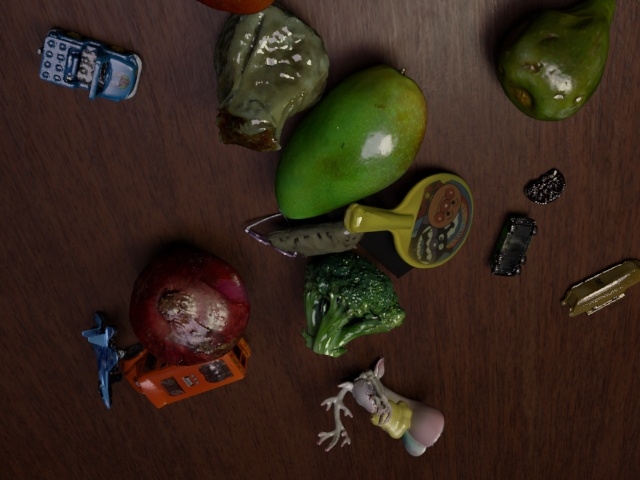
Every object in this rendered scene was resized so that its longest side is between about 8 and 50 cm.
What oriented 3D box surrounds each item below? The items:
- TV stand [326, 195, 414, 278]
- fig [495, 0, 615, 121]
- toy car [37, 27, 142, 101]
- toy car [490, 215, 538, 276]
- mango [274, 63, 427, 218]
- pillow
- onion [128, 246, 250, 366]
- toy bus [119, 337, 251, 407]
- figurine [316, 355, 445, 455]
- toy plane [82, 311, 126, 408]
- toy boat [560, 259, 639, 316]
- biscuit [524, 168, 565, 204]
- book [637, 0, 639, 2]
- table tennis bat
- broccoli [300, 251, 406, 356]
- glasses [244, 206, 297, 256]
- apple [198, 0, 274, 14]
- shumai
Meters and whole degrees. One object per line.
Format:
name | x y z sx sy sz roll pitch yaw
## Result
TV stand | 0.122 -0.032 1.515 0.088 0.083 0.269 -39 119 20
fig | 0.478 -0.370 1.268 0.275 0.206 0.206 -43 119 -3
toy car | -0.446 -0.328 1.266 0.191 0.100 0.097 14 119 -17
toy car | 0.456 0.010 1.574 0.071 0.063 0.165 6 124 -8
mango | 0.053 -0.181 1.325 0.382 0.201 0.225 -41 75 22
pillow | 0.001 0.000 1.471 0.241 0.051 0.093 -10 136 20
onion | -0.296 0.151 1.503 0.276 0.276 0.276 -2 124 -2
toy bus | -0.353 0.320 1.681 0.329 0.153 0.143 -20 121 12
figurine | 0.165 0.449 1.741 0.315 0.284 0.206 31 116 -9
toy plane | -0.533 0.312 1.659 0.078 0.169 0.247 -22 118 -35
toy boat | 0.723 0.124 1.669 0.225 0.068 0.088 -31 126 13
biscuit | 0.514 -0.122 1.509 0.087 0.027 0.089 6 124 -9
book | 0.547 -0.619 1.171 0.352 0.035 0.239 29 116 -20
table tennis bat | 0.205 -0.044 1.444 0.368 0.054 0.224 2 108 -36
broccoli | 0.060 0.154 1.539 0.265 0.294 0.245 31 87 8
glasses | -0.094 -0.033 1.534 0.139 0.062 0.104 27 97 -20
apple | -0.147 -0.502 1.098 0.229 0.230 0.230 -2 124 -2
shumai | -0.093 -0.301 1.232 0.225 0.222 0.261 6 124 -7
